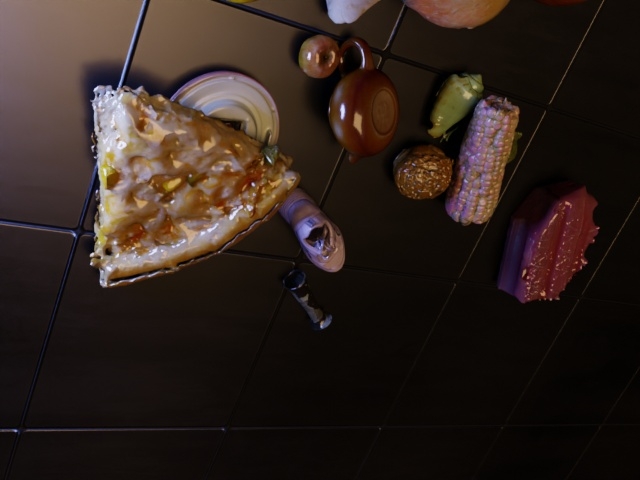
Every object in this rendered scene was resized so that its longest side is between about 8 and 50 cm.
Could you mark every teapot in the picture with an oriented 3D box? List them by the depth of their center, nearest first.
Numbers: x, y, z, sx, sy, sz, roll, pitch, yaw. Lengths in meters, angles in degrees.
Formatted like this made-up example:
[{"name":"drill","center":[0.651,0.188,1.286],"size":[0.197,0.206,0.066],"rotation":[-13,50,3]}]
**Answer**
[{"name":"teapot","center":[0.070,-0.276,1.527],"size":[0.178,0.135,0.252],"rotation":[-32,119,-52]}]

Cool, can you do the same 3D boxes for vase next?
[{"name":"vase","center":[-0.029,0.141,1.784],"size":[0.059,0.059,0.167],"rotation":[-34,131,-5]}]

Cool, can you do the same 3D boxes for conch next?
[{"name":"conch","center":[0.284,-0.297,1.658],"size":[0.106,0.079,0.170],"rotation":[31,106,-25]},{"name":"conch","center":[0.426,-0.215,1.805],"size":[0.121,0.074,0.089],"rotation":[-38,167,-23]}]

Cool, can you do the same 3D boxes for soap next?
[{"name":"soap","center":[0.594,-0.002,1.986],"size":[0.220,0.127,0.324],"rotation":[-9,124,-25]}]

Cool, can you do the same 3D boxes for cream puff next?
[{"name":"cream puff","center":[0.231,-0.148,1.704],"size":[0.144,0.103,0.126],"rotation":[4,120,-28]}]

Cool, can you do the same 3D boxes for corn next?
[{"name":"corn","center":[0.357,-0.176,1.712],"size":[0.127,0.126,0.335],"rotation":[-16,137,-19]}]

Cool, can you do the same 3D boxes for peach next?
[{"name":"peach","center":[0.251,-0.494,1.421],"size":[0.233,0.232,0.232],"rotation":[-14,126,-20]}]

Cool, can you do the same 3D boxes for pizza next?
[{"name":"pizza","center":[-0.233,-0.087,1.449],"size":[0.392,0.080,0.434],"rotation":[-2,132,-19]}]

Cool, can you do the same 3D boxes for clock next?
[{"name":"clock","center":[-0.191,-0.207,1.465],"size":[0.244,0.056,0.244],"rotation":[-14,126,-20]}]

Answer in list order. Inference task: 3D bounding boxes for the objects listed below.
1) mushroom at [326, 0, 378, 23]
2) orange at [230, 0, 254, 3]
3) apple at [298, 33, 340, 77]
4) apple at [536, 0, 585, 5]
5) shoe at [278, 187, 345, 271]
[{"name":"mushroom","center":[0.055,-0.577,1.307],"size":[0.154,0.137,0.407],"rotation":[-17,135,-3]},{"name":"orange","center":[-0.120,-0.512,1.183],"size":[0.279,0.235,0.279],"rotation":[-13,121,-22]},{"name":"apple","center":[-0.004,-0.352,1.462],"size":[0.084,0.071,0.084],"rotation":[-15,121,-27]},{"name":"apple","center":[0.470,-0.584,1.470],"size":[0.254,0.253,0.253],"rotation":[-14,126,-20]},{"name":"shoe","center":[0.000,0.000,1.655],"size":[0.095,0.137,0.245],"rotation":[-34,131,1]}]
